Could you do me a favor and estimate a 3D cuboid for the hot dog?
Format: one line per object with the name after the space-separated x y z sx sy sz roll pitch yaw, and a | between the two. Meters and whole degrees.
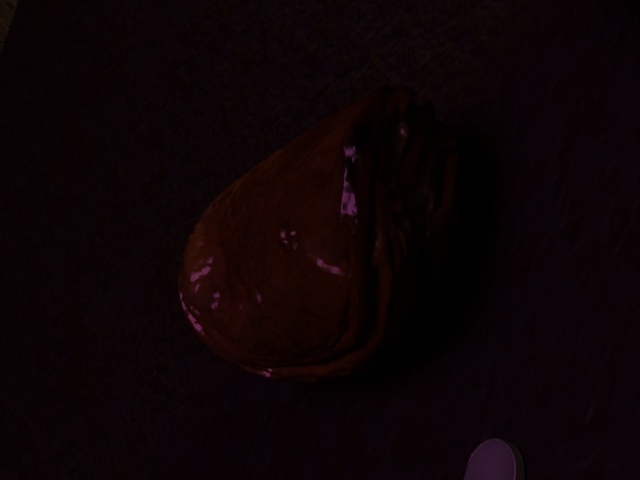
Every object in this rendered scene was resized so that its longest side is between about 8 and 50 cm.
0.000 0.000 0.951 0.272 0.122 0.196 -34 44 54 | hot dog

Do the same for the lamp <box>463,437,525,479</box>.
0.047 0.164 0.845 0.198 0.056 0.050 -30 46 46 | lamp
